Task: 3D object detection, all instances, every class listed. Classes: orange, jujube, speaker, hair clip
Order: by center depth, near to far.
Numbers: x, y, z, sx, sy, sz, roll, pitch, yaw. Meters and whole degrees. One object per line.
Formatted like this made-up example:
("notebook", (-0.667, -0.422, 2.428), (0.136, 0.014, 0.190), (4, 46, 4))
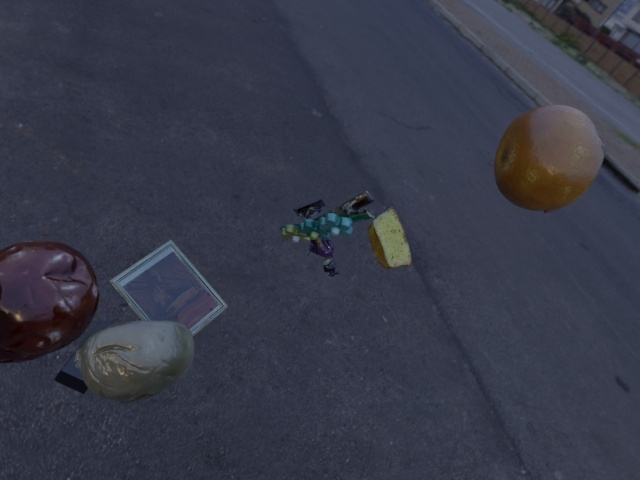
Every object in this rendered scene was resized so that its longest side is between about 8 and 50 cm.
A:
("hair clip", (-0.002, -0.021, 0.551), (0.049, 0.172, 0.049), (15, 68, -41))
("orange", (0.330, -0.117, 0.611), (0.134, 0.155, 0.155), (2, 41, 1))
("jujube", (-0.597, 0.129, 0.844), (0.223, 0.318, 0.223), (47, 29, -36))
("speaker", (-0.618, 0.307, 1.141), (0.082, 0.044, 0.218), (32, 19, -16))

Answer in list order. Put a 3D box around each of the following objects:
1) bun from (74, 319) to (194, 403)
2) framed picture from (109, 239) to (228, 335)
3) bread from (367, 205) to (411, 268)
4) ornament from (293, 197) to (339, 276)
("bun", (-0.298, 0.203, 0.688), (0.166, 0.173, 0.114), (36, 34, -59))
("framed picture", (-0.435, 0.157, 1.232), (0.273, 0.016, 0.216), (49, 59, -2))
("bread", (0.206, -0.003, 1.271), (0.103, 0.065, 0.188), (-22, 92, -20))
("ornament", (-0.009, 0.000, 1.108), (0.088, 0.081, 0.203), (35, 42, -81))
